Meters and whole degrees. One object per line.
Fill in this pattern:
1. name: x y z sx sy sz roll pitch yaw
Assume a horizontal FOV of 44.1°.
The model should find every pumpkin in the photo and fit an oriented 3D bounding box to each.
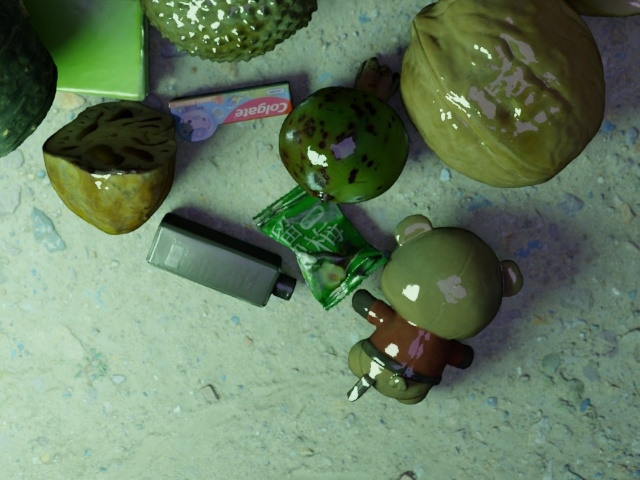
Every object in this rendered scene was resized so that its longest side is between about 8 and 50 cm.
1. pumpkin: -0.506 -0.256 1.037 0.257 0.291 0.328 -35 113 -11

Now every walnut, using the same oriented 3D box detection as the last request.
1. walnut: 0.261 -0.231 1.157 0.313 0.277 0.252 38 70 -7

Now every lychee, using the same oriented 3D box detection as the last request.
1. lychee: -0.128 -0.375 1.106 0.255 0.274 0.255 -10 108 -31

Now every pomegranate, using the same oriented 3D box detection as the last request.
1. pomegranate: 0.047 -0.170 1.221 0.202 0.202 0.248 24 74 -8

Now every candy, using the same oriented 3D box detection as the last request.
1. candy: -0.001 0.001 1.310 0.141 0.078 0.203 -36 82 -2

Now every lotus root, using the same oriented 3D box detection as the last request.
1. lotus root: -0.304 -0.094 1.224 0.199 0.188 0.180 19 131 21

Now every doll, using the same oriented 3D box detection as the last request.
1. doll: 0.166 0.130 1.300 0.235 0.174 0.330 27 103 3

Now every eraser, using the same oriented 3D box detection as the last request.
1. eraser: -0.394 -0.330 1.202 0.274 0.092 0.210 4 106 -1

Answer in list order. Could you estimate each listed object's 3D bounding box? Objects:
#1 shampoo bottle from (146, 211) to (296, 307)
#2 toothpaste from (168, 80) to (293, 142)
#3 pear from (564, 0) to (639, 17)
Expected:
1. shampoo bottle: -0.158 0.038 1.314 0.246 0.079 0.080 22 105 -7
2. toothpaste: -0.139 -0.205 1.266 0.193 0.044 0.070 -9 107 1
3. pear: 0.429 -0.442 1.110 0.271 0.271 0.271 0 106 -1
